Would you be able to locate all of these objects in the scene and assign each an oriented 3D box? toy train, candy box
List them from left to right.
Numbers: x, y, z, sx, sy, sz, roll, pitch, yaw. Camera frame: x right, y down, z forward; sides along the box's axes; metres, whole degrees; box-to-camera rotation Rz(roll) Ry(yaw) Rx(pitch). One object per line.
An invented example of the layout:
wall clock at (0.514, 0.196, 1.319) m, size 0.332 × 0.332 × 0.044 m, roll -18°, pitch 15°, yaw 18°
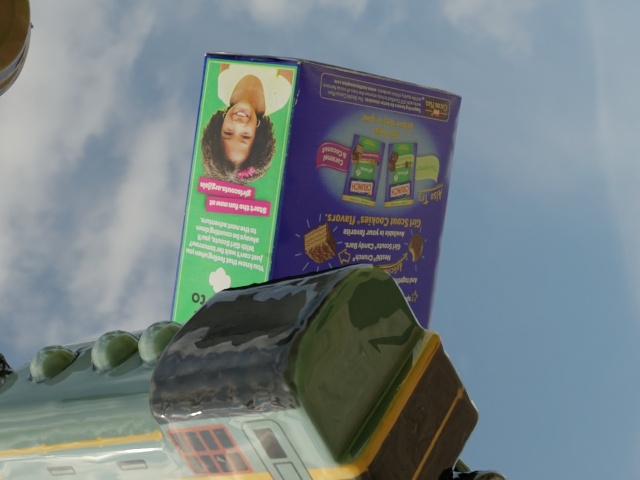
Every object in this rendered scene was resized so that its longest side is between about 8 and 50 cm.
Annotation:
toy train at (-0.060, 0.123, 0.586) m, size 0.142 × 0.334 × 0.190 m, roll -48°, pitch -62°, yaw -46°
candy box at (0.000, 0.000, 1.047) m, size 0.268 × 0.122 × 0.317 m, roll 2°, pitch -84°, yaw -52°

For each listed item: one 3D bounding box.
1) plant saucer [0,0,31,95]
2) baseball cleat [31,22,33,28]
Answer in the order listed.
plant saucer at (-0.394, -0.264, 1.096) m, size 0.278 × 0.041 × 0.277 m, roll 34°, pitch -136°, yaw -41°
baseball cleat at (-0.458, -0.288, 1.441) m, size 0.206 × 0.109 × 0.072 m, roll 32°, pitch -146°, yaw -81°
